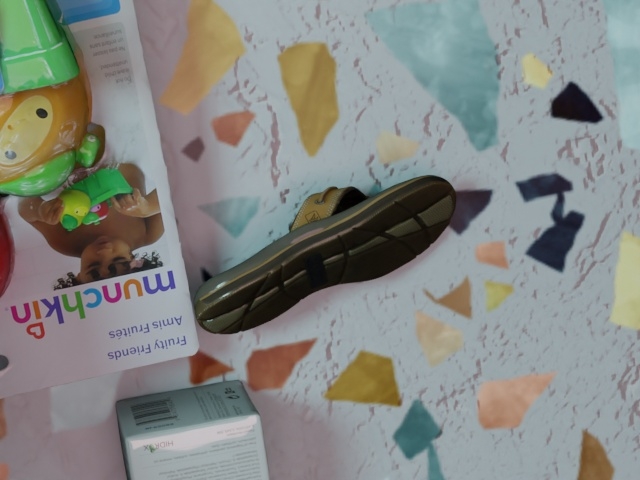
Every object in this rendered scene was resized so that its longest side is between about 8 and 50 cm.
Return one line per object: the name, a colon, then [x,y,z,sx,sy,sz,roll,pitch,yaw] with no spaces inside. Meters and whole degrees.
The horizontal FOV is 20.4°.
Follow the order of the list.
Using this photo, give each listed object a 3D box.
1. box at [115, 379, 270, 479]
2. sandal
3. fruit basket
box: [-0.093,0.163,1.309,0.102,0.101,0.087,-9,102,-9]
sandal: [0.000,0.000,1.318,0.219,0.090,0.060,-26,59,-10]
fruit basket: [-0.267,-0.041,1.210,0.327,0.165,0.353,-12,105,-9]
